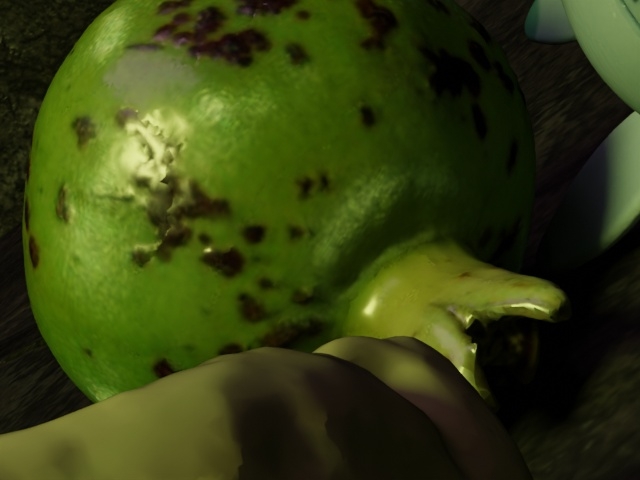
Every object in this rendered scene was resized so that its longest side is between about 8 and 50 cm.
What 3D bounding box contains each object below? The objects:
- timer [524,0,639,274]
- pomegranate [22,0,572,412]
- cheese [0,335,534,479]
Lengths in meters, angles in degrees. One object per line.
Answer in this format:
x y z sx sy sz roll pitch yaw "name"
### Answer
0.159 -0.086 0.702 0.175 0.175 0.255 -42 -18 -14 "timer"
0.000 0.000 0.737 0.211 0.211 0.263 -42 50 -12 "pomegranate"
-0.089 0.131 0.460 0.326 0.115 0.318 -21 -12 -21 "cheese"
